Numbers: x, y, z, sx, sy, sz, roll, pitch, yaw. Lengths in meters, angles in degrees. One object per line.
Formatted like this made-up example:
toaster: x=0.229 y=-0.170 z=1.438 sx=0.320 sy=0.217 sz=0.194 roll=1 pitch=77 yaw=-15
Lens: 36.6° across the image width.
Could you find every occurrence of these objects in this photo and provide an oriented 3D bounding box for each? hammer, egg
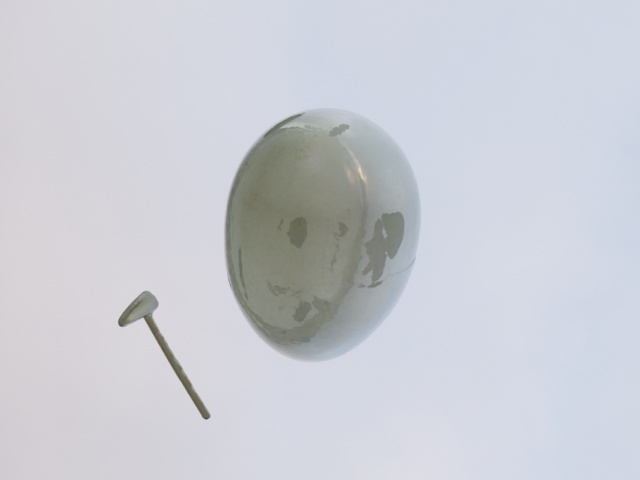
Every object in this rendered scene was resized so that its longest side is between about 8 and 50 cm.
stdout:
hammer: x=-0.192 y=0.159 z=1.232 sx=0.028 sy=0.060 sz=0.195 roll=-11 pitch=-64 yaw=37
egg: x=0.000 y=0.000 z=0.749 sx=0.151 sy=0.151 sz=0.209 roll=34 pitch=-51 yaw=39
